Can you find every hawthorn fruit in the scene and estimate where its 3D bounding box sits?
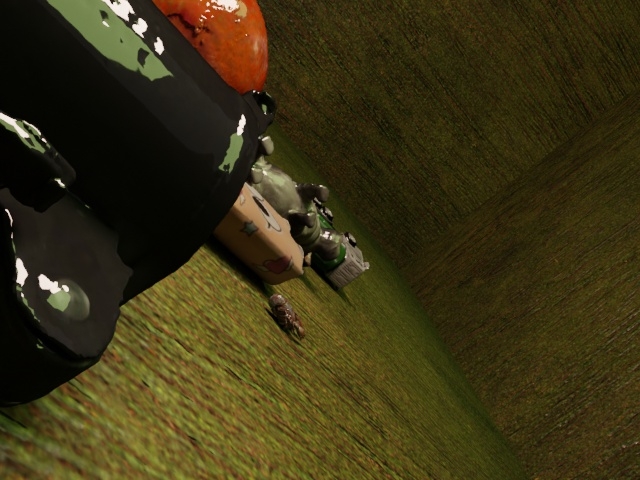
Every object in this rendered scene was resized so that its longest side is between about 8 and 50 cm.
[{"bbox_3d":[-0.203,-0.290,1.141,0.307,0.276,0.276,64,0,-34],"label":"hawthorn fruit"}]

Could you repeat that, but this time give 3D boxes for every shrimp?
[{"bbox_3d":[-0.044,0.115,0.999,0.092,0.029,0.038,51,6,-38],"label":"shrimp"}]

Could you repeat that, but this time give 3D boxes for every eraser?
[{"bbox_3d":[-0.143,-0.062,1.003,0.290,0.087,0.171,46,8,-41],"label":"eraser"}]

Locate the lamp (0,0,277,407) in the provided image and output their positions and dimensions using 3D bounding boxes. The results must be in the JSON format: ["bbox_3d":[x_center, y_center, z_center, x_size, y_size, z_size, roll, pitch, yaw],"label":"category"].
[{"bbox_3d":[-0.185,-0.097,0.448,0.272,0.205,0.374,54,17,-20],"label":"lamp"}]

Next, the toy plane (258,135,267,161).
[{"bbox_3d":[-0.199,-0.279,1.399,0.326,0.104,0.223,64,15,5],"label":"toy plane"}]

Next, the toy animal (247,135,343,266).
[{"bbox_3d":[-0.058,-0.048,1.252,0.168,0.106,0.343,3,-30,36],"label":"toy animal"}]

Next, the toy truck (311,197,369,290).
[{"bbox_3d":[0.000,0.000,1.536,0.242,0.101,0.125,45,15,-28],"label":"toy truck"}]
